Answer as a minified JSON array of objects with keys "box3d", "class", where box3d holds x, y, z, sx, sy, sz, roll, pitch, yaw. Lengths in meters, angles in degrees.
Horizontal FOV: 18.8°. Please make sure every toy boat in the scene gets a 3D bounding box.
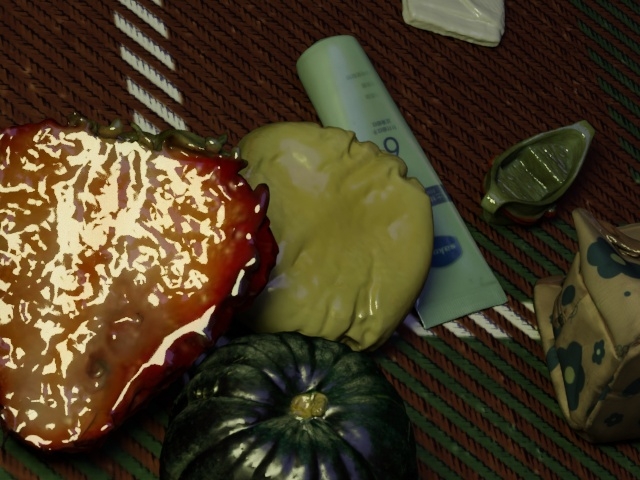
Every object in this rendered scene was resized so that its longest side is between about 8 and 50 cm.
[{"box3d":[0.211,-0.062,1.966,0.089,0.071,0.185,45,49,10],"class":"toy boat"}]

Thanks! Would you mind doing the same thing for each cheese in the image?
[{"box3d":[0.000,0.000,1.785,0.214,0.117,0.226,16,60,-19],"class":"cheese"}]

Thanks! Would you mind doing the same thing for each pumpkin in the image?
[{"box3d":[-0.027,0.179,1.603,0.220,0.162,0.221,9,45,-9],"class":"pumpkin"}]

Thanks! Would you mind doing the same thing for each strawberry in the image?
[{"box3d":[-0.160,0.034,1.636,0.253,0.150,0.280,-7,82,-3],"class":"strawberry"}]

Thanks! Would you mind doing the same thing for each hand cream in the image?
[{"box3d":[0.070,-0.062,1.920,0.109,0.067,0.321,-16,71,-36],"class":"hand cream"}]

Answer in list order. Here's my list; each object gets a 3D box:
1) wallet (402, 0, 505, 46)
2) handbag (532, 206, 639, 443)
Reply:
[{"box3d":[0.146,-0.295,2.137,0.124,0.032,0.183,13,52,-15],"class":"wallet"},{"box3d":[0.337,0.068,1.864,0.251,0.190,0.193,-4,47,-24],"class":"handbag"}]
